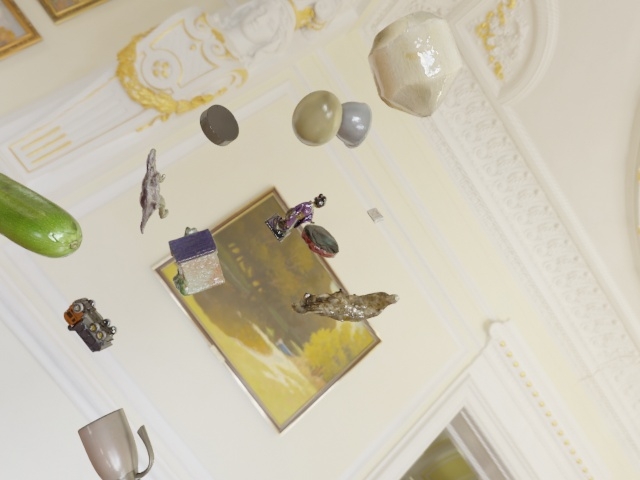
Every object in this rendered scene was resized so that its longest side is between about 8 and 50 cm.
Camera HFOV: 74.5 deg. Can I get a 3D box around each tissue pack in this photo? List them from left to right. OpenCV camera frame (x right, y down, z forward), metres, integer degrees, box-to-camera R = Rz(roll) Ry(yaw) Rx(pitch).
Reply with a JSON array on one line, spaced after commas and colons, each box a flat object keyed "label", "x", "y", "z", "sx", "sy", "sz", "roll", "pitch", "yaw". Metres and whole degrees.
[{"label": "tissue pack", "x": 0.278, "y": -0.126, "z": 2.127, "sx": 0.108, "sy": 0.056, "sz": 0.023, "roll": -115, "pitch": -171, "yaw": -51}]

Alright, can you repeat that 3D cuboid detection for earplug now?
[{"label": "earplug", "x": 0.140, "y": -0.524, "z": 1.883, "sx": 0.174, "sy": 0.214, "sz": 0.325, "roll": 20, "pitch": 13, "yaw": 5}]

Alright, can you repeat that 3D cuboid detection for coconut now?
[{"label": "coconut", "x": 0.262, "y": -0.473, "z": 1.164, "sx": 0.237, "sy": 0.237, "sz": 0.266, "roll": 9, "pitch": -53, "yaw": 62}]

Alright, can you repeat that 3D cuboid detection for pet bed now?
[{"label": "pet bed", "x": 0.000, "y": 0.000, "z": 1.847, "sx": 0.201, "sy": 0.053, "sz": 0.201, "roll": 31, "pitch": 24, "yaw": -16}]

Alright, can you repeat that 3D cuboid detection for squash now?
[{"label": "squash", "x": -0.568, "y": -0.061, "z": 0.763, "sx": 0.378, "sy": 0.101, "sz": 0.101, "roll": 25, "pitch": -30, "yaw": 25}]

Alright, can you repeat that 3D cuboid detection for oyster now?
[{"label": "oyster", "x": 0.097, "y": 0.244, "z": 1.559, "sx": 0.204, "sy": 0.395, "sz": 0.111, "roll": 57, "pitch": 32, "yaw": -66}]

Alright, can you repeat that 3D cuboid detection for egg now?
[{"label": "egg", "x": -0.011, "y": -0.465, "z": 1.610, "sx": 0.186, "sy": 0.186, "sz": 0.241, "roll": 52, "pitch": -35, "yaw": 0}]

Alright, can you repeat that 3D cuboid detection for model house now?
[{"label": "model house", "x": -0.622, "y": 0.076, "z": 2.055, "sx": 0.312, "sy": 0.245, "sz": 0.280, "roll": 20, "pitch": -54, "yaw": 62}]

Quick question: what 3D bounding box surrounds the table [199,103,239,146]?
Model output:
[{"label": "table", "x": -0.341, "y": -0.390, "z": 1.430, "sx": 0.043, "sy": 0.133, "sz": 0.134, "roll": -19, "pitch": -69, "yaw": 37}]

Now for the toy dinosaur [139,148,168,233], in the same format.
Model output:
[{"label": "toy dinosaur", "x": -0.591, "y": -0.177, "z": 1.476, "sx": 0.162, "sy": 0.077, "sz": 0.295, "roll": -98, "pitch": -171, "yaw": -71}]

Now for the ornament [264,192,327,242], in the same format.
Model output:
[{"label": "ornament", "x": -0.058, "y": -0.071, "z": 1.261, "sx": 0.203, "sy": 0.088, "sz": 0.081, "roll": -23, "pitch": -75, "yaw": 28}]

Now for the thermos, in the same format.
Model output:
[{"label": "thermos", "x": -0.473, "y": 0.507, "z": 1.004, "sx": 0.193, "sy": 0.137, "sz": 0.105, "roll": 60, "pitch": -10, "yaw": 13}]

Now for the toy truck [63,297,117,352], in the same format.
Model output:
[{"label": "toy truck", "x": -0.796, "y": 0.295, "z": 1.457, "sx": 0.192, "sy": 0.092, "sz": 0.083, "roll": 50, "pitch": 7, "yaw": 2}]
